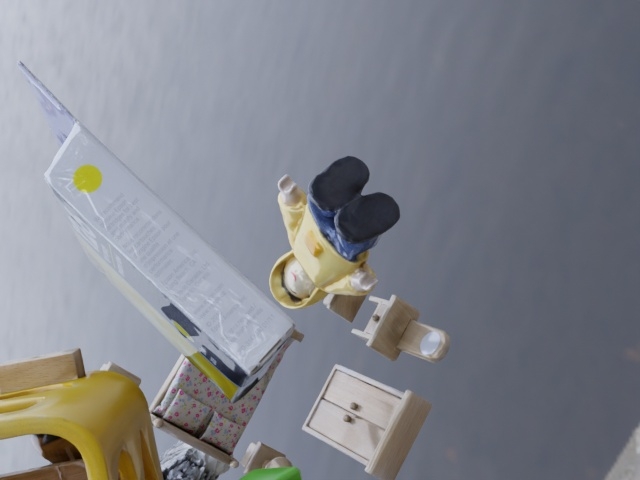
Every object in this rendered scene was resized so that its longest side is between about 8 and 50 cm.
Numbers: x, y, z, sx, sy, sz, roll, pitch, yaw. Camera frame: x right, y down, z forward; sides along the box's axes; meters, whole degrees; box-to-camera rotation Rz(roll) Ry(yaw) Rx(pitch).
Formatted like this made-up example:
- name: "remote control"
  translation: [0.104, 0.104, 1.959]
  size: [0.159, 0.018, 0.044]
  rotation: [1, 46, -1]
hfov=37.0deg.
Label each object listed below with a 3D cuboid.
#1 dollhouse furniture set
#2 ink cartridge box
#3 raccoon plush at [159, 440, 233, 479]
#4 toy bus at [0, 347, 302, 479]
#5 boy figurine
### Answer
- name: "dollhouse furniture set"
  translation: [-0.042, 0.147, 1.185]
  size: [0.174, 0.356, 0.303]
  rotation: [13, 72, 57]
- name: "ink cartridge box"
  translation: [-0.163, 0.015, 0.877]
  size: [0.072, 0.307, 0.303]
  rotation: [-47, -4, -14]
- name: "raccoon plush"
  translation: [-0.229, 0.498, 1.243]
  size: [0.299, 0.446, 0.216]
  rotation: [57, 172, -10]
- name: "toy bus"
  translation: [-0.118, 0.103, 0.425]
  size: [0.202, 0.191, 0.104]
  rotation: [-9, 91, 42]
- name: "boy figurine"
  translation: [0.000, 0.000, 1.178]
  size: [0.177, 0.092, 0.285]
  rotation: [53, 153, 8]
